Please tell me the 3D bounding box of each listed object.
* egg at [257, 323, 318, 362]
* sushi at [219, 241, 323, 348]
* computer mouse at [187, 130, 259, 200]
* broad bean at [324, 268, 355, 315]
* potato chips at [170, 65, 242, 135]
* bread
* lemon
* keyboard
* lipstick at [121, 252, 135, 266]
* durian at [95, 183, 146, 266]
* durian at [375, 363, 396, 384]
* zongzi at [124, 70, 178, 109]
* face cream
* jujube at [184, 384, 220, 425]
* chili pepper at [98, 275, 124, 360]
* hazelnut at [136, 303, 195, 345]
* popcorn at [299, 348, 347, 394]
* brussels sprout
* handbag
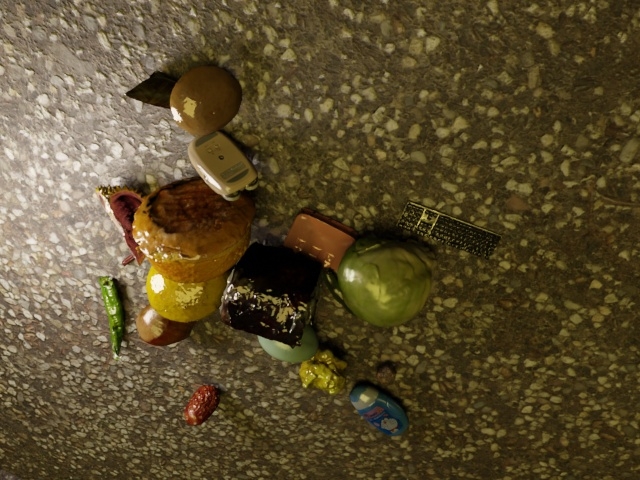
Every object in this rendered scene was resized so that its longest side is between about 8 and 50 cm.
[{"bbox_3d":[-0.114,0.347,1.702,0.231,0.168,0.168,27,120,-7],"label":"egg"},{"bbox_3d":[-0.151,0.172,1.532,0.294,0.281,0.299,21,147,6],"label":"sushi"},{"bbox_3d":[-0.290,-0.224,1.412,0.236,0.145,0.082,47,158,14],"label":"computer mouse"},{"bbox_3d":[0.079,0.191,1.652,0.065,0.046,0.254,-31,109,24],"label":"broad bean"},{"bbox_3d":[-0.313,-0.386,1.335,0.208,0.062,0.195,-16,124,-19],"label":"potato chips"},{"bbox_3d":[-0.372,-0.041,1.441,0.337,0.358,0.204,14,137,9],"label":"bread"},{"bbox_3d":[-0.438,0.147,1.604,0.311,0.253,0.253,-10,117,11],"label":"lemon"},{"bbox_3d":[0.400,-0.025,1.487,0.317,0.027,0.106,19,120,-2],"label":"keyboard"},{"bbox_3d":[-0.660,0.045,1.714,0.177,0.027,0.027,-31,109,26],"label":"lipstick"},{"bbox_3d":[-0.646,-0.080,1.585,0.187,0.154,0.260,15,129,27],"label":"durian"},{"bbox_3d":[0.242,0.499,1.776,0.080,0.080,0.091,-23,156,21],"label":"durian"},{"bbox_3d":[-0.419,-0.394,1.331,0.187,0.184,0.084,22,121,-2],"label":"zongzi"},{"bbox_3d":[0.225,0.657,1.866,0.264,0.083,0.149,42,114,-13],"label":"face cream"},{"bbox_3d":[-0.484,0.675,1.946,0.109,0.176,0.112,44,123,-10],"label":"jujube"},{"bbox_3d":[-0.802,0.304,1.854,0.085,0.076,0.358,19,121,31],"label":"chili pepper"},{"bbox_3d":[-0.567,0.303,1.751,0.210,0.186,0.210,1,102,5],"label":"hazelnut"},{"bbox_3d":[0.013,0.489,1.772,0.198,0.155,0.197,12,148,7],"label":"popcorn"},{"bbox_3d":[0.205,0.128,1.478,0.317,0.243,0.273,3,89,-19],"label":"brussels sprout"},{"bbox_3d":[0.000,0.000,1.552,0.213,0.059,0.157,25,119,-3],"label":"handbag"}]
